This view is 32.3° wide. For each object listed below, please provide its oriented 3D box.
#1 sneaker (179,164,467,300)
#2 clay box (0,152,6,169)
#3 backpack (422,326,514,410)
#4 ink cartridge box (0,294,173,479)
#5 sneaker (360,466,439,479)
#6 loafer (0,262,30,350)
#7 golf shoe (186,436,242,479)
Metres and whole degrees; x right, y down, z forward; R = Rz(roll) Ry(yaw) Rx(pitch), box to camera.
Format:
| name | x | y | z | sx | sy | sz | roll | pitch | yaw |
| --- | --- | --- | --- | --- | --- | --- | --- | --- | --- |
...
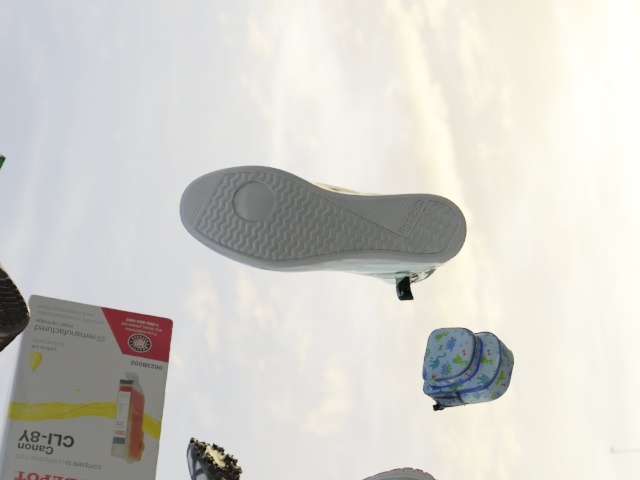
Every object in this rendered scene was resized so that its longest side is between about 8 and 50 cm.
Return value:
| name | x | y | z | sx | sy | sz | roll | pitch | yaw |
| --- | --- | --- | --- | --- | --- | --- | --- | --- | --- |
| sneaker | 0.000 | 0.001 | 1.030 | 0.151 | 0.256 | 0.094 | 89 | -172 | -76 |
| clay box | -0.475 | -0.034 | 1.320 | 0.053 | 0.127 | 0.222 | 6 | -64 | -61 |
| backpack | 0.197 | 0.170 | 1.497 | 0.084 | 0.114 | 0.105 | 47 | -135 | -42 |
| ink cartridge box | -0.435 | 0.322 | 2.024 | 0.279 | 0.160 | 0.384 | 12 | -120 | -17 |
| sneaker | 0.170 | 0.453 | 1.851 | 0.252 | 0.103 | 0.111 | 14 | -120 | -16 |
| loafer | -0.610 | 0.056 | 1.843 | 0.134 | 0.130 | 0.366 | 5 | -141 | -42 |
| golf shoe | -0.138 | 0.316 | 1.362 | 0.077 | 0.093 | 0.198 | 28 | -172 | -26 |
